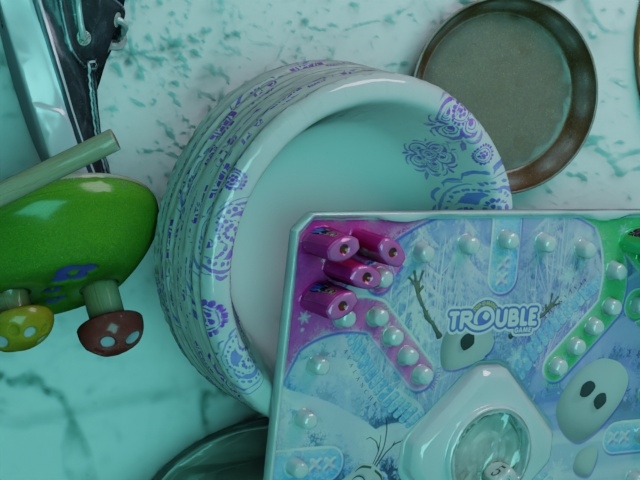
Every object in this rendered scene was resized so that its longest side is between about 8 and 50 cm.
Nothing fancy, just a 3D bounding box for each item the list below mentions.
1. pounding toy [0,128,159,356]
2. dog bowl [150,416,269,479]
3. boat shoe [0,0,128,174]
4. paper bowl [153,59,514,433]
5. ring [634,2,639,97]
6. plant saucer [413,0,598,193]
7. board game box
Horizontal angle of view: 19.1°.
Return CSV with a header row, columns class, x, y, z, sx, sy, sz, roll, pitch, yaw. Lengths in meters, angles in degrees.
class,x,y,z,sx,sy,sz,roll,pitch,yaw
pounding toy,-0.201,0.028,1.401,0.183,0.237,0.110,-17,72,-2
dog bowl,-0.022,0.304,1.585,0.349,0.102,0.348,-3,101,-17
boat shoe,-0.193,-0.170,1.452,0.102,0.108,0.301,-16,97,-12
paper bowl,0.000,0.000,1.492,0.284,0.148,0.284,-10,108,-32
ring,0.434,-0.174,1.674,0.337,0.032,0.336,-3,101,-17
plant saucer,0.152,-0.123,1.599,0.168,0.029,0.168,-3,101,-16
board game box,0.134,0.171,1.505,0.390,0.050,0.390,-1,103,-32
